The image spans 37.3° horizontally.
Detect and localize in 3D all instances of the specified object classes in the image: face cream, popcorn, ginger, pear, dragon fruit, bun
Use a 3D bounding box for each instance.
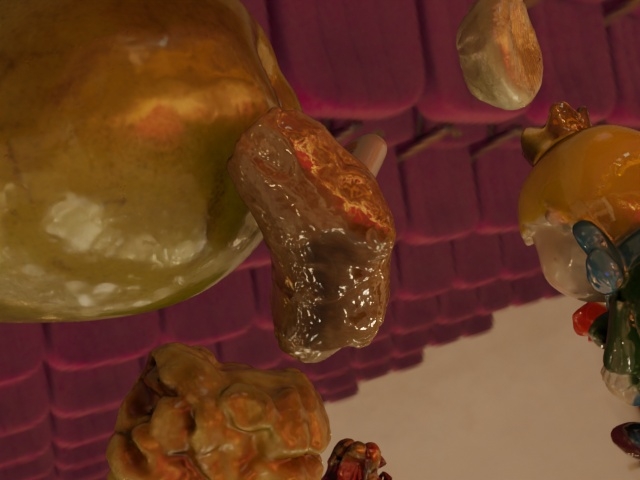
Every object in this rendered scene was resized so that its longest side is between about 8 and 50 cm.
[{"bbox_3d":[0.022,-0.053,1.600,0.144,0.071,0.291,-34,-156,53],"label":"face cream"},{"bbox_3d":[-0.109,0.199,0.891,0.226,0.200,0.203,8,178,29],"label":"popcorn"},{"bbox_3d":[-0.002,0.001,0.565,0.096,0.068,0.190,0,131,6],"label":"ginger"},{"bbox_3d":[-0.167,-0.061,0.653,0.307,0.252,0.253,-15,170,16],"label":"pear"},{"bbox_3d":[0.050,0.362,1.336,0.150,0.207,0.133,-1,-150,-7],"label":"dragon fruit"},{"bbox_3d":[0.325,-0.349,1.762,0.133,0.231,0.231,-11,175,32],"label":"bun"}]

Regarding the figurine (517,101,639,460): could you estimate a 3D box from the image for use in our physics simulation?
[{"bbox_3d":[0.210,0.026,0.666,0.127,0.234,0.185,-26,141,-24],"label":"figurine"}]
